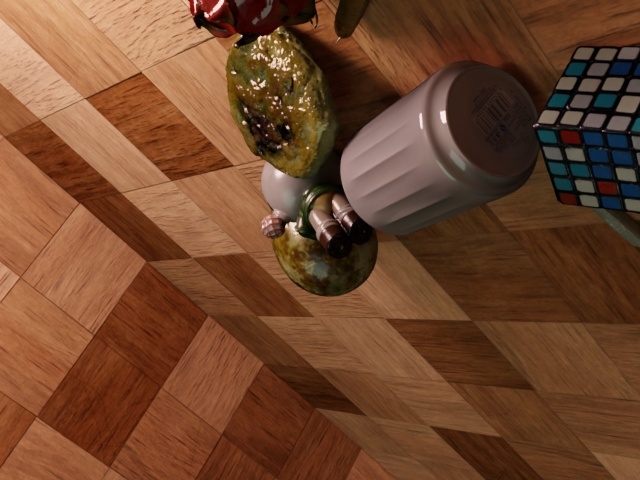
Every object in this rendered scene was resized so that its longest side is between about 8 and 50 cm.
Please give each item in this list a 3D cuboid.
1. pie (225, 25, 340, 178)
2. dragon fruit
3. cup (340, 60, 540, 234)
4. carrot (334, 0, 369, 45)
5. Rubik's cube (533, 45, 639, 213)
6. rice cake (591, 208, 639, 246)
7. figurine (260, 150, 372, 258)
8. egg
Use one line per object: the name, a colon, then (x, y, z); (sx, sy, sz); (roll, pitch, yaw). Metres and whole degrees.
pie: (-0.088, -0.267, 1.632); (0.323, 0.070, 0.323); (25, 129, 36)
dragon fruit: (-0.108, -0.442, 1.361); (0.233, 0.234, 0.293); (2, 178, 45)
cup: (0.247, -0.150, 1.469); (0.322, 0.237, 0.327); (9, 163, -25)
carrot: (0.056, -0.415, 1.360); (0.078, 0.078, 0.298); (29, 157, 4)
Rubik's cube: (0.455, -0.167, 1.233); (0.184, 0.187, 0.182); (12, 149, 38)
rice cake: (0.543, -0.047, 1.521); (0.170, 0.033, 0.029); (38, 152, -14)
figurine: (-0.014, -0.100, 1.751); (0.167, 0.281, 0.370); (55, 180, -41)
egg: (0.000, 0.000, 1.953); (0.289, 0.238, 0.238); (38, 155, 9)
